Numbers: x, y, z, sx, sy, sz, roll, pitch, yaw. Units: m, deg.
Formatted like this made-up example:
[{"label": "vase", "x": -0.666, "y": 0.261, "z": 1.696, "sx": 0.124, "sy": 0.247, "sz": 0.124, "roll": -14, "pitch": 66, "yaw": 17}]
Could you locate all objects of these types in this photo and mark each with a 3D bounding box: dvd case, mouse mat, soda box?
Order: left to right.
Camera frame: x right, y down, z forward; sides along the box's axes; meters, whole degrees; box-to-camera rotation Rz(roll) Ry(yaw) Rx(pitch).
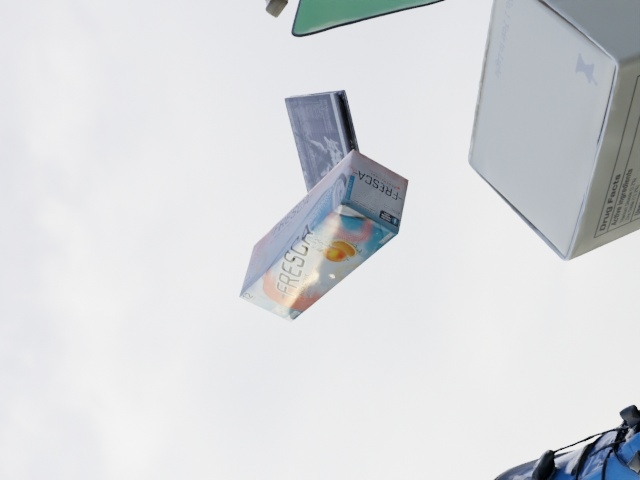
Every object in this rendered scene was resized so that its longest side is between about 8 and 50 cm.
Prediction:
[{"label": "soda box", "x": 0.000, "y": 0.000, "z": 1.109, "sx": 0.058, "sy": 0.183, "sz": 0.063, "roll": 27, "pitch": -129, "yaw": -17}, {"label": "dvd case", "x": 0.010, "y": -0.114, "z": 1.706, "sx": 0.018, "sy": 0.221, "sz": 0.164, "roll": -16, "pitch": -81, "yaw": -16}, {"label": "mouse mat", "x": 0.063, "y": -0.289, "z": 1.436, "sx": 0.152, "sy": 0.190, "sz": 0.007, "roll": -79, "pitch": -28, "yaw": -45}]

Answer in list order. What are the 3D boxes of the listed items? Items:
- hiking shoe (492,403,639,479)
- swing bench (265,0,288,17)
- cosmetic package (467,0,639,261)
[{"label": "hiking shoe", "x": 0.203, "y": 0.089, "z": 0.649, "sx": 0.132, "sy": 0.304, "sz": 0.113, "roll": 59, "pitch": -146, "yaw": -15}, {"label": "swing bench", "x": -0.042, "y": -0.361, "z": 1.234, "sx": 0.253, "sy": 0.165, "sz": 0.255, "roll": -52, "pitch": -20, "yaw": 19}, {"label": "cosmetic package", "x": 0.258, "y": -0.123, "z": 0.830, "sx": 0.309, "sy": 0.113, "sz": 0.160, "roll": -20, "pitch": -41, "yaw": -24}]
